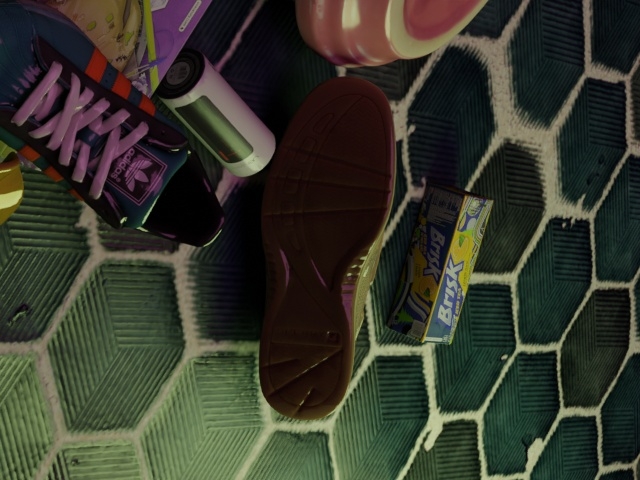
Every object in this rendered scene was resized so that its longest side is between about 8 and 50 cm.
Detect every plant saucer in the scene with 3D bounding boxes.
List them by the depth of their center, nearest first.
[{"bbox_3d":[0.110,-0.297,1.597,0.332,0.084,0.332,-46,158,-24],"label":"plant saucer"}]

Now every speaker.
[{"bbox_3d":[-0.094,-0.113,1.543,0.055,0.055,0.136,-58,142,-13],"label":"speaker"}]

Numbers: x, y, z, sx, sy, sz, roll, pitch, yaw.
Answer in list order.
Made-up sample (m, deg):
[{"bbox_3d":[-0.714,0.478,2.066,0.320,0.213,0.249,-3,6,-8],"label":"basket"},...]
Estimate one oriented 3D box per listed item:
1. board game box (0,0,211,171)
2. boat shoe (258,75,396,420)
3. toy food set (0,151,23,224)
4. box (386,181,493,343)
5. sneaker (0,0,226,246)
[{"bbox_3d":[-0.167,-0.215,1.343,0.208,0.056,0.347,24,103,-49],"label":"board game box"},{"bbox_3d":[0.000,0.000,1.681,0.110,0.121,0.341,-74,176,-73],"label":"boat shoe"},{"bbox_3d":[-0.317,-0.033,1.281,0.128,0.071,0.218,-44,165,30],"label":"toy food set"},{"bbox_3d":[0.130,0.026,1.881,0.059,0.054,0.169,8,101,-52],"label":"box"},{"bbox_3d":[-0.170,-0.084,1.315,0.108,0.121,0.302,-52,144,3],"label":"sneaker"}]
